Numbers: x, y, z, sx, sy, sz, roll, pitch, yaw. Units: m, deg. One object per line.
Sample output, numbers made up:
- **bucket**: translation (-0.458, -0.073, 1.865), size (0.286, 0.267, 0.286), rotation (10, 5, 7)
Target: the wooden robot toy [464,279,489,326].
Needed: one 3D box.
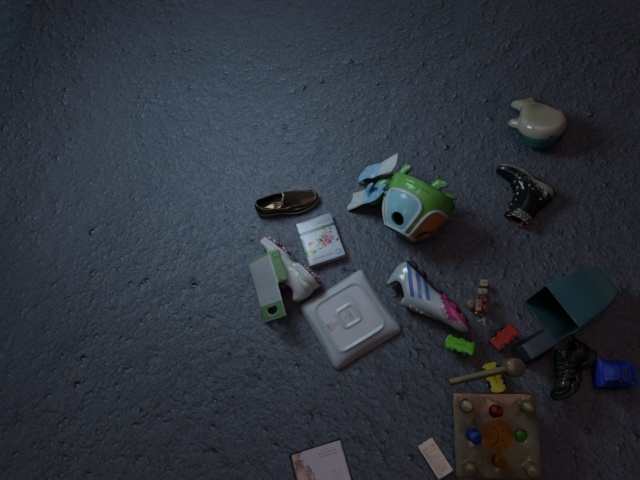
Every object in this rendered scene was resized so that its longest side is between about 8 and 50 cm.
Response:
- **wooden robot toy**: translation (0.548, 0.217, 1.738), size (0.079, 0.076, 0.173), rotation (2, 68, 20)

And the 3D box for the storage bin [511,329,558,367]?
- **storage bin**: translation (0.723, 0.359, 1.645), size (0.135, 0.091, 0.098), rotation (-30, 68, -4)

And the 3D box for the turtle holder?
- **turtle holder**: translation (0.317, -0.138, 1.815), size (0.320, 0.243, 0.227), rotation (30, 92, 8)

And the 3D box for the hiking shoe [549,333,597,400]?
- **hiking shoe**: translation (0.795, 0.414, 1.611), size (0.114, 0.086, 0.227), rotation (42, 69, 6)

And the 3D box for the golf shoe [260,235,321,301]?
- **golf shoe**: translation (-0.140, 0.103, 1.845), size (0.306, 0.115, 0.140), rotation (41, 93, 26)

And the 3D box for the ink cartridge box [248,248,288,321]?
- **ink cartridge box**: translation (-0.179, 0.166, 1.797), size (0.056, 0.171, 0.235), rotation (-13, 82, -37)

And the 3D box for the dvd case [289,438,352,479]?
- **dvd case**: translation (0.015, 0.797, 1.598), size (0.181, 0.022, 0.252), rotation (-17, 68, 0)

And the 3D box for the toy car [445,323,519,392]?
- **toy car**: translation (0.536, 0.377, 1.682), size (0.225, 0.053, 0.238), rotation (16, 71, 13)

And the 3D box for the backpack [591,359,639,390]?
- **backpack**: translation (0.952, 0.433, 1.584), size (0.120, 0.101, 0.097), rotation (3, 76, 4)

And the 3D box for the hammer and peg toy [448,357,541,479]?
- **hammer and peg toy**: translation (0.538, 0.551, 1.546), size (0.266, 0.127, 0.361), rotation (-2, 79, 6)

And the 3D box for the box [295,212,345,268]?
- **box**: translation (0.000, 0.000, 1.905), size (0.145, 0.038, 0.186), rotation (-18, 69, 0)

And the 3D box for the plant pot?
- **plant pot**: translation (0.858, 0.196, 1.656), size (0.234, 0.165, 0.165), rotation (-25, 68, -15)

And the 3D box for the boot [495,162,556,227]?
- **boot**: translation (0.733, -0.173, 1.858), size (0.236, 0.085, 0.178), rotation (36, 79, 18)

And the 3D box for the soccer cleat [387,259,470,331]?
- **soccer cleat**: translation (0.374, 0.220, 1.744), size (0.143, 0.116, 0.331), rotation (-43, 66, 3)

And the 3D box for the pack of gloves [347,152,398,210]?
- **pack of gloves**: translation (0.184, -0.229, 1.883), size (0.046, 0.232, 0.195), rotation (29, 67, -25)

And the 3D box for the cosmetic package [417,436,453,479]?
- **cosmetic package**: translation (0.367, 0.697, 1.583), size (0.060, 0.041, 0.115), rotation (-30, 68, -5)

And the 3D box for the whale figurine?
- **whale figurine**: translation (0.848, -0.462, 1.950), size (0.216, 0.141, 0.272), rotation (-13, 43, 1)

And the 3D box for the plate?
- **plate**: translation (0.103, 0.277, 1.780), size (0.278, 0.045, 0.277), rotation (-30, 69, -5)

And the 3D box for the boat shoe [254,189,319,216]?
- **boat shoe**: translation (-0.135, -0.152, 1.950), size (0.258, 0.095, 0.095), rotation (-15, 68, 1)
